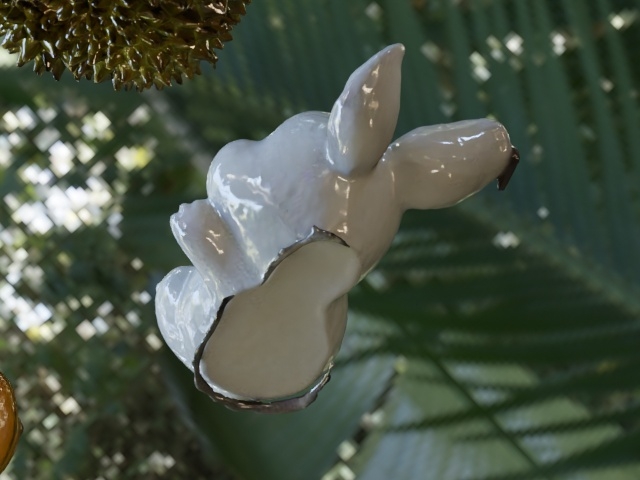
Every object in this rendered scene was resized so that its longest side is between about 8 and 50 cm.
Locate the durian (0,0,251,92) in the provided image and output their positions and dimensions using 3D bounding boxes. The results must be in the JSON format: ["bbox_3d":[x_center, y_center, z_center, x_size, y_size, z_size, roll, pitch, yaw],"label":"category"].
[{"bbox_3d":[-0.184,-0.264,1.641,0.258,0.293,0.258,-55,23,37],"label":"durian"}]

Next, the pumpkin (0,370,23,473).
[{"bbox_3d":[-0.124,0.043,0.554,0.050,0.083,0.028,-51,24,-21],"label":"pumpkin"}]

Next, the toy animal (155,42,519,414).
[{"bbox_3d":[-0.007,0.000,1.509,0.325,0.154,0.208,-36,-48,24],"label":"toy animal"}]
